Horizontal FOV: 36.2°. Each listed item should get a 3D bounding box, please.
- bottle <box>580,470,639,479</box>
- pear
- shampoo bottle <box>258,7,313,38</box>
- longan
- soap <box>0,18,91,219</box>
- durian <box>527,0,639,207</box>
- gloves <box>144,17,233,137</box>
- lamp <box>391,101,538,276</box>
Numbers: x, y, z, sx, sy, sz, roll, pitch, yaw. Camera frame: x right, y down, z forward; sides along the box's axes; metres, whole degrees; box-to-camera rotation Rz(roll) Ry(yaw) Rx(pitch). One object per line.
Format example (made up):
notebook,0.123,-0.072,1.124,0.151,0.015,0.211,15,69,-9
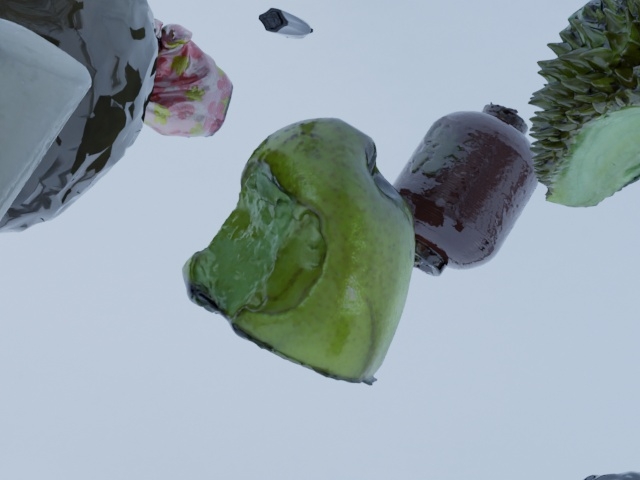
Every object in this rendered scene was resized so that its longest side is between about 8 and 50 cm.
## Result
bottle,0.249,0.349,0.721,0.169,0.346,0.168,-4,162,-1
pear,0.000,0.000,1.079,0.238,0.255,0.164,33,-172,34
shampoo bottle,-0.038,-0.247,1.126,0.048,0.137,0.027,15,100,9
longan,-0.365,-0.196,1.017,0.391,0.391,0.391,7,136,7
soap,-0.198,-0.062,0.589,0.064,0.121,0.183,33,176,-16
durian,0.181,-0.099,0.536,0.095,0.137,0.220,46,167,1
gloves,-0.223,-0.223,1.301,0.241,0.126,0.145,30,95,-41
lamp,0.187,-0.066,1.329,0.180,0.258,0.180,33,171,6
